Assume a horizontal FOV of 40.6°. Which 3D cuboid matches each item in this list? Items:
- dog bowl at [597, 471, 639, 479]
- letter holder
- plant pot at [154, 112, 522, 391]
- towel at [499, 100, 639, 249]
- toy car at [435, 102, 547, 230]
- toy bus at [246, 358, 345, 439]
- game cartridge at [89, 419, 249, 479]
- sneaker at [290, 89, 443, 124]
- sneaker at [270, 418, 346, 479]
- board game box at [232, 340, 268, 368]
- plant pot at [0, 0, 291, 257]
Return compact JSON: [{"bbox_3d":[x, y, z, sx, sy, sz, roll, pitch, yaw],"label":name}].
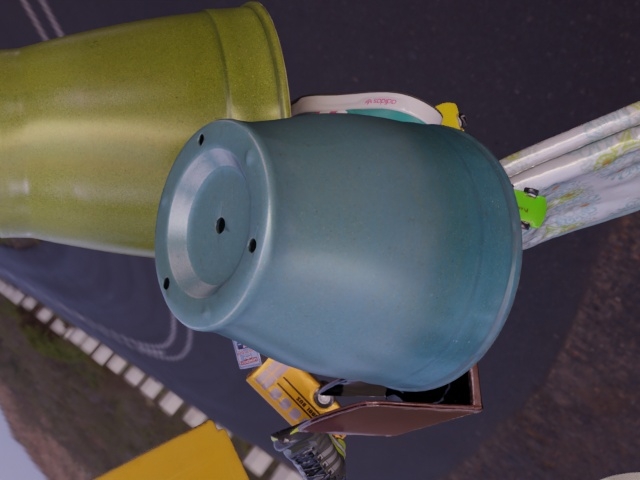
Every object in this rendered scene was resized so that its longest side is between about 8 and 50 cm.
[{"bbox_3d":[0.353,0.383,0.906,0.265,0.265,0.104,28,153,37],"label":"dog bowl"},{"bbox_3d":[0.094,0.233,1.451,0.214,0.152,0.302,5,159,-22],"label":"letter holder"},{"bbox_3d":[0.000,0.000,0.801,0.255,0.271,0.272,10,-172,-40],"label":"plant pot"},{"bbox_3d":[0.488,-0.110,1.560,0.320,0.374,0.090,51,-163,-66],"label":"towel"},{"bbox_3d":[0.219,-0.061,1.245,0.225,0.239,0.053,12,-179,-21],"label":"toy car"},{"bbox_3d":[-0.066,0.356,2.105,0.333,0.130,0.108,45,178,-2],"label":"toy bus"},{"bbox_3d":[-0.263,0.510,1.533,0.285,0.324,0.053,65,150,5],"label":"game cartridge"},{"bbox_3d":[0.021,-0.091,1.145,0.124,0.178,0.295,30,165,-34],"label":"sneaker"},{"bbox_3d":[-0.008,0.463,1.827,0.300,0.111,0.121,46,-157,-54],"label":"sneaker"},{"bbox_3d":[-0.118,0.157,1.727,0.060,0.194,0.194,-15,164,33],"label":"board game box"},{"bbox_3d":[-0.257,-0.129,1.148,0.366,0.353,0.366,175,90,-72],"label":"plant pot"}]
